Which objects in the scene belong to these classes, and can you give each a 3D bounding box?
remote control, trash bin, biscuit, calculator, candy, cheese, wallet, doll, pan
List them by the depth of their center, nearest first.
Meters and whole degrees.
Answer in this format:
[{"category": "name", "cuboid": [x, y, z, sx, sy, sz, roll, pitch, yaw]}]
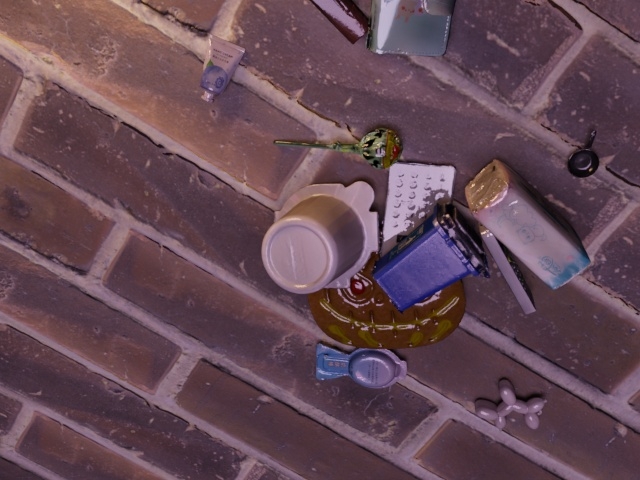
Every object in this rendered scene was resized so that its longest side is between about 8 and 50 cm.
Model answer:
[{"category": "wallet", "cuboid": [0.191, -0.504, 1.505, 0.176, 0.075, 0.251, 2, 118, -9]}, {"category": "pan", "cuboid": [0.589, -0.195, 1.648, 0.068, 0.023, 0.115, 12, 121, 3]}, {"category": "trash bin", "cuboid": [0.250, 0.050, 1.684, 0.234, 0.162, 0.184, -37, 99, 19]}, {"category": "candy", "cuboid": [0.037, -0.221, 1.706, 0.305, 0.083, 0.091, 7, 81, 15]}, {"category": "calculator", "cuboid": [0.226, -0.053, 1.747, 0.161, 0.021, 0.262, 5, 105, 5]}, {"category": "remote control", "cuboid": [0.442, 0.057, 1.759, 0.034, 0.103, 0.250, -27, 109, 20]}, {"category": "biscuit", "cuboid": [0.158, 0.127, 1.857, 0.394, 0.070, 0.351, -8, 116, 13]}, {"category": "doll", "cuboid": [0.514, 0.447, 1.975, 0.160, 0.059, 0.161, 37, 116, -11]}, {"category": "cheese", "cuboid": [0.108, 0.335, 1.985, 0.244, 0.052, 0.135, 4, 115, 8]}]

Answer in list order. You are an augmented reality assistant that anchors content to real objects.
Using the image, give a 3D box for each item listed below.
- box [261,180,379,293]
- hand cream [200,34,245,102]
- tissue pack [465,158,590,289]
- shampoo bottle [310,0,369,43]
[{"category": "box", "cuboid": [0.000, 0.000, 1.708, 0.262, 0.206, 0.291, 47, 114, 1]}, {"category": "hand cream", "cuboid": [-0.232, -0.380, 1.670, 0.084, 0.053, 0.142, 23, 108, -2]}, {"category": "tissue pack", "cuboid": [0.456, -0.038, 1.652, 0.271, 0.201, 0.124, 41, 108, -13]}, {"category": "shampoo bottle", "cuboid": [0.008, -0.518, 1.549, 0.236, 0.068, 0.067, 43, 115, -16]}]
